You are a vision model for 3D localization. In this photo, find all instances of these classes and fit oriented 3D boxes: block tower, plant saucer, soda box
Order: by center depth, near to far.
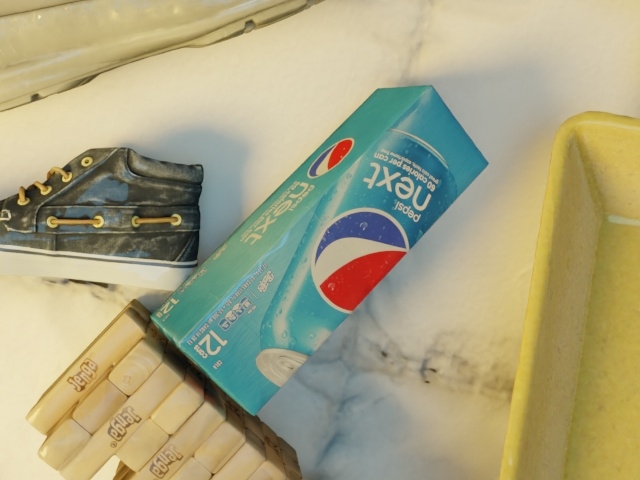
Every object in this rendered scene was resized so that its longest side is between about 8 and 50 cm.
[{"bbox_3d":[0.277,0.114,0.509,0.333,0.081,0.332,11,76,7],"label":"plant saucer"},{"bbox_3d":[0.000,0.000,0.520,0.210,0.071,0.067,-47,113,-11],"label":"soda box"},{"bbox_3d":[-0.031,0.190,0.544,0.335,0.091,0.097,43,89,-8],"label":"block tower"}]

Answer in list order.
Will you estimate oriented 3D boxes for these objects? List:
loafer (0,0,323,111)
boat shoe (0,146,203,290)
[{"bbox_3d":[-0.102,-0.161,0.496,0.320,0.112,0.111,-19,105,-5],"label":"loafer"},{"bbox_3d":[-0.163,-0.021,0.527,0.183,0.065,0.083,6,93,-15],"label":"boat shoe"}]
